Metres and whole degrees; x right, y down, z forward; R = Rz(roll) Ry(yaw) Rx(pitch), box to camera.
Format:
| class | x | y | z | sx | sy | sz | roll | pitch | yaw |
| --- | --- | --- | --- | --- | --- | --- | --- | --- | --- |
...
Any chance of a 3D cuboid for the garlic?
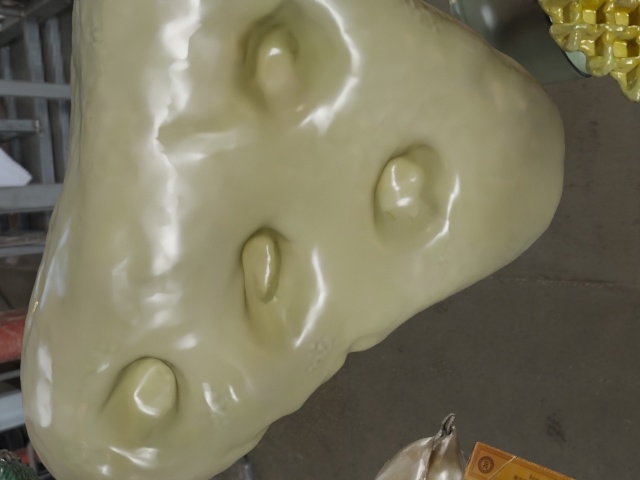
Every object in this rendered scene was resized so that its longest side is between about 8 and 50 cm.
| class | x | y | z | sx | sy | sz | roll | pitch | yaw |
| --- | --- | --- | --- | --- | --- | --- | --- | --- | --- |
| garlic | 0.219 | 0.508 | 1.383 | 0.292 | 0.237 | 0.210 | -40 | 27 | 1 |

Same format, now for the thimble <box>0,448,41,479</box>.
| class | x | y | z | sx | sy | sz | roll | pitch | yaw |
| --- | --- | --- | --- | --- | --- | --- | --- | --- | --- |
| thimble | -0.407 | 0.323 | 0.752 | 0.118 | 0.135 | 0.090 | 45 | 166 | 14 |

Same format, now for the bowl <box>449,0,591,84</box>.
| class | x | y | z | sx | sy | sz | roll | pitch | yaw |
| --- | --- | --- | --- | --- | --- | --- | --- | --- | --- |
| bowl | 0.358 | -0.436 | 1.164 | 0.185 | 0.354 | 0.353 | -15 | 86 | 38 |

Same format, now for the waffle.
| class | x | y | z | sx | sy | sz | roll | pitch | yaw |
| --- | --- | --- | --- | --- | --- | --- | --- | --- | --- |
| waffle | 0.393 | -0.301 | 0.764 | 0.250 | 0.261 | 0.056 | 53 | 171 | 2 |

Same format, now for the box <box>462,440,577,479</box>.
| class | x | y | z | sx | sy | sz | roll | pitch | yaw |
| --- | --- | --- | --- | --- | --- | --- | --- | --- | --- |
| box | 0.405 | 0.445 | 1.082 | 0.274 | 0.174 | 0.076 | 9 | 65 | 47 |

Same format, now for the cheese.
| class | x | y | z | sx | sy | sz | roll | pitch | yaw |
| --- | --- | --- | --- | --- | --- | --- | --- | --- | --- |
| cheese | 0.000 | 0.000 | 0.407 | 0.130 | 0.329 | 0.350 | 30 | 110 | 63 |
